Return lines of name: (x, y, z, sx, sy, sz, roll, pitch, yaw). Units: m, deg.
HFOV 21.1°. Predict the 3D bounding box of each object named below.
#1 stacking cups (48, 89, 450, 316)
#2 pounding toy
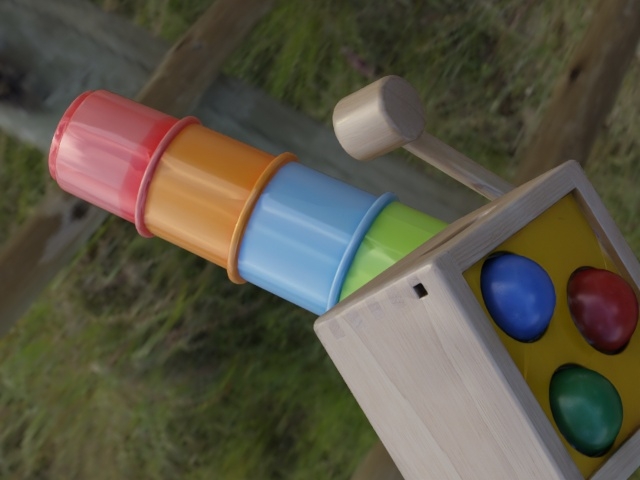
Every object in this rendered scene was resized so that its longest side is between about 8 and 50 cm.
stacking cups: (0.000, 0.000, 0.959, 0.316, 0.096, 0.096, 25, 128, 17)
pounding toy: (0.088, 0.007, 0.794, 0.094, 0.181, 0.206, -30, 92, 44)
